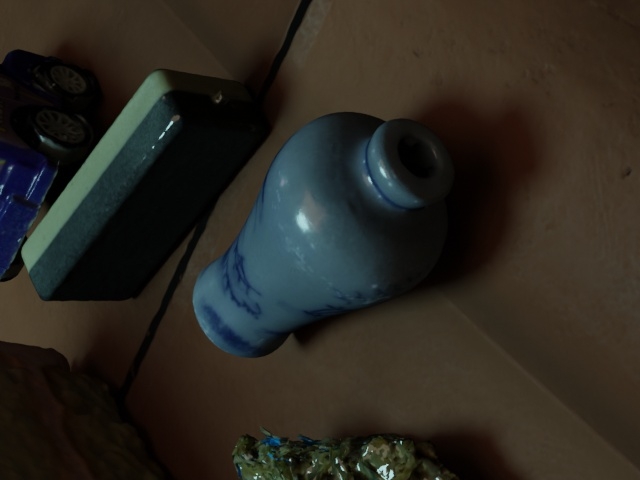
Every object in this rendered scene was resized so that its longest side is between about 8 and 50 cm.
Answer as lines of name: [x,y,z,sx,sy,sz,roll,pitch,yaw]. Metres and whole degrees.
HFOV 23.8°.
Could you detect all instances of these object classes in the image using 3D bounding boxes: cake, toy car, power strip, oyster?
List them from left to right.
cake: [-0.329,0.269,1.329,0.293,0.307,0.314,50,121,39]
toy car: [-0.318,-0.088,1.430,0.172,0.158,0.235,-55,23,28]
power strip: [-0.153,-0.046,1.314,0.256,0.105,0.070,-47,59,33]
oyster: [0.037,0.221,1.105,0.259,0.092,0.198,47,123,35]

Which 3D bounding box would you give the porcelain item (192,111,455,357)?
porcelain item: [0.000,0.000,1.133,0.259,0.141,0.141,-42,58,45]
